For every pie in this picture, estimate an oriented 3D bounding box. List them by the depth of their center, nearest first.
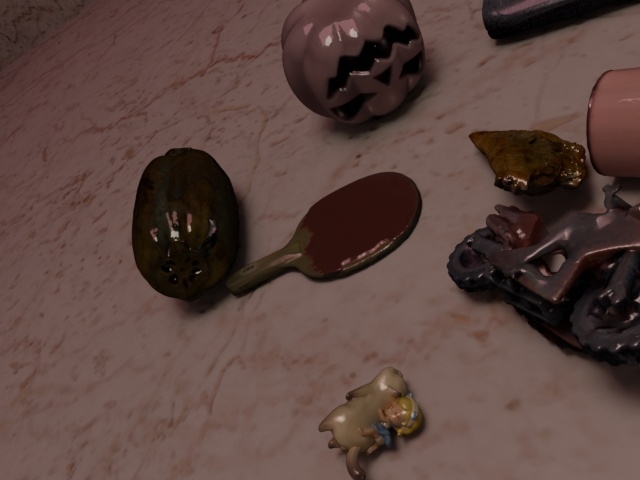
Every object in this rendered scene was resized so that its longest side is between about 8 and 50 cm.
[{"bbox_3d":[0.183,-0.073,0.553,0.091,0.034,0.170,-3,24,10],"label":"pie"}]

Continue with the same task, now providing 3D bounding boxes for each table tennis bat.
[{"bbox_3d":[0.000,0.000,0.677,0.234,0.022,0.131,-28,38,14],"label":"table tennis bat"}]

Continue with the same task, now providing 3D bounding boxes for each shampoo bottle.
[{"bbox_3d":[0.296,-0.285,0.688,0.233,0.049,0.087,-9,48,35],"label":"shampoo bottle"}]

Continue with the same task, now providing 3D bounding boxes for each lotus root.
[{"bbox_3d":[-0.162,-0.026,0.763,0.123,0.123,0.241,-8,36,-3],"label":"lotus root"}]

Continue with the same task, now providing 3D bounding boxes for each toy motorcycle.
[{"bbox_3d":[0.181,0.013,0.454,0.118,0.084,0.212,-46,24,-6],"label":"toy motorcycle"}]

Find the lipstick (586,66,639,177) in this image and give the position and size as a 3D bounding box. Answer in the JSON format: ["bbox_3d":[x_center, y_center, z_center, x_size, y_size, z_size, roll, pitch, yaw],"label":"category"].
[{"bbox_3d":[0.345,-0.079,0.395,0.326,0.087,0.087,8,57,46],"label":"lipstick"}]

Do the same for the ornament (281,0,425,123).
[{"bbox_3d":[0.042,-0.228,0.777,0.177,0.177,0.178,-24,39,21],"label":"ornament"}]

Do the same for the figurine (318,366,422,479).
[{"bbox_3d":[0.044,0.139,0.477,0.083,0.047,0.050,-41,50,-13],"label":"figurine"}]
